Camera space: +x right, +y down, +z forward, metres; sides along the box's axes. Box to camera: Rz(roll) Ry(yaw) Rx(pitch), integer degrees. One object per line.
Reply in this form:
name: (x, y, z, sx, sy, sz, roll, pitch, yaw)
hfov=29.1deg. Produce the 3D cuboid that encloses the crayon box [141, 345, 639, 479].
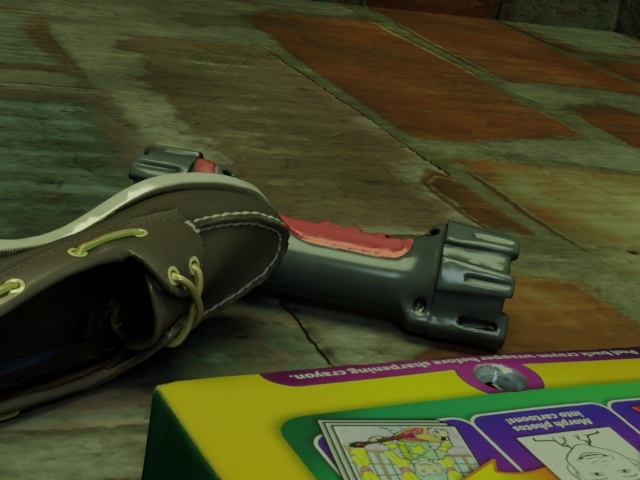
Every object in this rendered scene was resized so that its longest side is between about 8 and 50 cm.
crayon box: (0.138, 0.167, 0.560, 0.363, 0.106, 0.313, -1, 23, -27)

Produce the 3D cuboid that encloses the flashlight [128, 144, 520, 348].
flashlight: (0.000, 0.000, 0.968, 0.304, 0.103, 0.103, 10, 16, 4)

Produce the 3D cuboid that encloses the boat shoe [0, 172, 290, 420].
boat shoe: (-0.135, 0.037, 0.785, 0.324, 0.117, 0.096, -15, 36, -43)
